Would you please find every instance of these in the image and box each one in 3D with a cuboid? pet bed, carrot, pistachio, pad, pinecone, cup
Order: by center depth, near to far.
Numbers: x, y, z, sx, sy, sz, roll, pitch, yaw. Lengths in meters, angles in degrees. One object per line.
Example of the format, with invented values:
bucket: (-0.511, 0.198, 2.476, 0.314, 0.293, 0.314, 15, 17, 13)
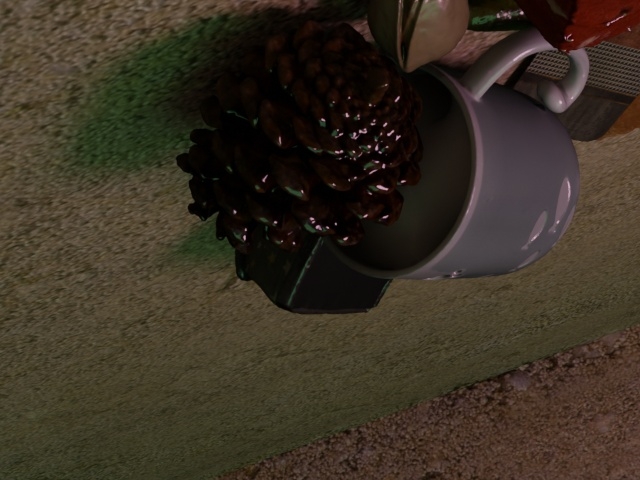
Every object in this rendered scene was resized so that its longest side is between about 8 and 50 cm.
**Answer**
pistachio: (0.098, -0.239, 1.165, 0.113, 0.113, 0.149, -21, 160, 2)
pinecone: (-0.020, -0.100, 1.231, 0.309, 0.243, 0.244, -26, 160, 39)
carrot: (0.313, -0.286, 1.305, 0.359, 0.074, 0.074, -11, 157, -15)
cup: (0.192, -0.113, 1.381, 0.275, 0.259, 0.356, 4, 134, -49)
pad: (0.423, -0.179, 1.486, 0.323, 0.055, 0.250, 25, 143, -3)
pet bed: (0.000, 0.000, 1.613, 0.211, 0.159, 0.183, 1, 124, -45)

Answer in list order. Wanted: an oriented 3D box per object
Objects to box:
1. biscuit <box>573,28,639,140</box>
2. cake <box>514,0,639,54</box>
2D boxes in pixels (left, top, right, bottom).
biscuit: (0.497, -0.239, 1.504, 0.376, 0.051, 0.269, -30, 137, 32)
cake: (0.282, -0.311, 1.113, 0.177, 0.150, 0.283, -30, 160, -8)
